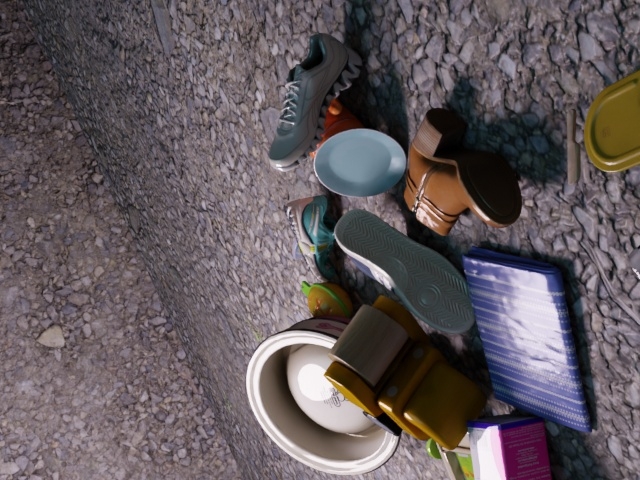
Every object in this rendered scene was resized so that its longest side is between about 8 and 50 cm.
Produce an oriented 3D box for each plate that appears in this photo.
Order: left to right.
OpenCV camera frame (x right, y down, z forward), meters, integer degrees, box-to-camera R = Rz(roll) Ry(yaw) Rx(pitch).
[{"bbox_3d":[0.080,-0.161,1.819,0.188,0.188,0.024,98,174,-46],"label":"plate"}]

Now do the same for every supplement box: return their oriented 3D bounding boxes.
[{"bbox_3d":[0.374,0.458,1.754,0.111,0.114,0.219,-15,80,63],"label":"supplement box"}]

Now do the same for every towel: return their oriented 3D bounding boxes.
[{"bbox_3d":[0.385,0.179,1.669,0.243,0.040,0.335,13,125,56],"label":"towel"}]

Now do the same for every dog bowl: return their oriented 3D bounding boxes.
[{"bbox_3d":[0.030,0.359,2.164,0.408,0.150,0.407,12,119,23],"label":"dog bowl"}]

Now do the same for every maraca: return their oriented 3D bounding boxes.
[{"bbox_3d":[0.013,0.156,2.240,0.186,0.099,0.127,17,135,55],"label":"maraca"}]

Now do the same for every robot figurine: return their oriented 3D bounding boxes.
[{"bbox_3d":[0.016,-0.233,1.898,0.219,0.128,0.158,48,114,32],"label":"robot figurine"}]

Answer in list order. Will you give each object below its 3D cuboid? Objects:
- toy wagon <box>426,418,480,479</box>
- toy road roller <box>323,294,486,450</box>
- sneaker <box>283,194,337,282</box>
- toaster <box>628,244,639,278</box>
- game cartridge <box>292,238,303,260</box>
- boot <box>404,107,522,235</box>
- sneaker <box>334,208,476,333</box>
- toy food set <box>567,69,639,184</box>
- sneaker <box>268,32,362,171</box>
[{"bbox_3d":[0.355,0.545,1.948,0.344,0.068,0.267,67,159,-1],"label":"toy wagon"},{"bbox_3d":[0.189,0.289,1.834,0.241,0.202,0.329,23,161,44],"label":"toy road roller"},{"bbox_3d":[0.000,0.000,2.140,0.275,0.110,0.107,71,176,-48],"label":"sneaker"},{"bbox_3d":[0.529,0.031,1.196,0.185,0.110,0.168,58,153,16],"label":"toaster"},{"bbox_3d":[-0.045,0.015,2.285,0.017,0.056,0.083,56,153,36],"label":"game cartridge"},{"bbox_3d":[0.243,-0.075,1.628,0.283,0.109,0.220,52,149,30],"label":"boot"},{"bbox_3d":[0.186,0.066,1.861,0.350,0.131,0.148,42,178,19],"label":"sneaker"},{"bbox_3d":[0.443,-0.159,1.261,0.218,0.071,0.128,-25,65,61],"label":"toy food set"},{"bbox_3d":[-0.035,-0.277,1.782,0.110,0.292,0.118,22,173,43],"label":"sneaker"}]
